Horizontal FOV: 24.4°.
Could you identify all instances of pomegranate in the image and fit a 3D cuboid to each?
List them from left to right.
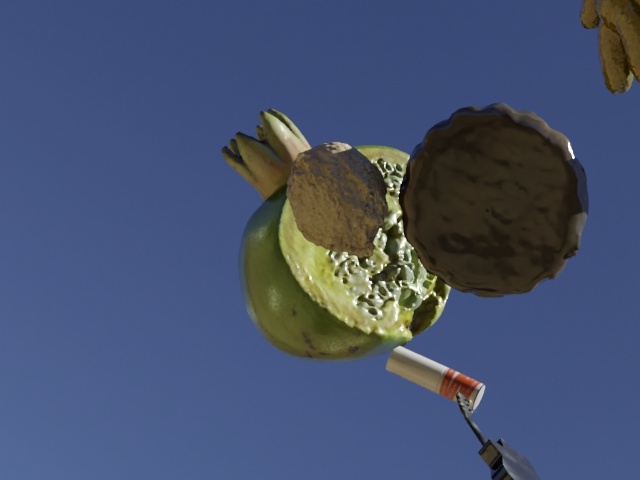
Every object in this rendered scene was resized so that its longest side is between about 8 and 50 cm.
[{"bbox_3d":[0.000,0.000,1.952,0.358,0.310,0.216,49,-31,3],"label":"pomegranate"}]

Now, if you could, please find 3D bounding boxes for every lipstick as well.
[{"bbox_3d":[0.153,0.183,1.978,0.131,0.038,0.038,23,-31,17],"label":"lipstick"}]

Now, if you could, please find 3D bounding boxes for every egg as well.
[{"bbox_3d":[0.021,-0.048,1.725,0.118,0.116,0.140,30,-33,63],"label":"egg"}]

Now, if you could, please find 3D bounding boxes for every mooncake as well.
[{"bbox_3d":[0.199,-0.050,1.740,0.228,0.228,0.124,39,3,-7],"label":"mooncake"}]

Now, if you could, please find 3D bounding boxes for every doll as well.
[{"bbox_3d":[0.310,-0.250,1.452,0.097,0.209,0.137,-4,0,-13],"label":"doll"}]

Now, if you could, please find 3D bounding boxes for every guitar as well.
[{"bbox_3d":[0.200,0.236,1.672,0.088,0.025,0.233,32,14,-29],"label":"guitar"}]
